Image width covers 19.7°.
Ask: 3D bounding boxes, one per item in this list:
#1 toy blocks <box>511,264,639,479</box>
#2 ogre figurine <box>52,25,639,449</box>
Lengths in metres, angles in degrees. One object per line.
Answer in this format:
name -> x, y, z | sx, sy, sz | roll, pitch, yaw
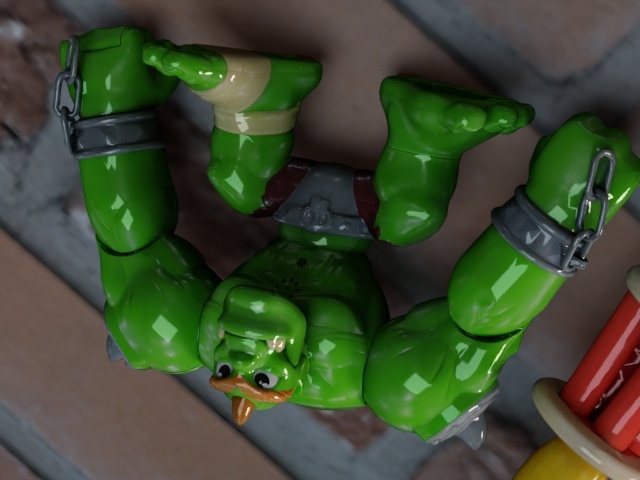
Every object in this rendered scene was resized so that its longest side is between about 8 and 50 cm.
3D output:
toy blocks -> 0.131, 0.065, 0.610 | 0.123, 0.054, 0.148 | 32, 107, -19
ogre figurine -> 0.000, 0.000, 0.614 | 0.197, 0.097, 0.118 | 8, 101, 0
